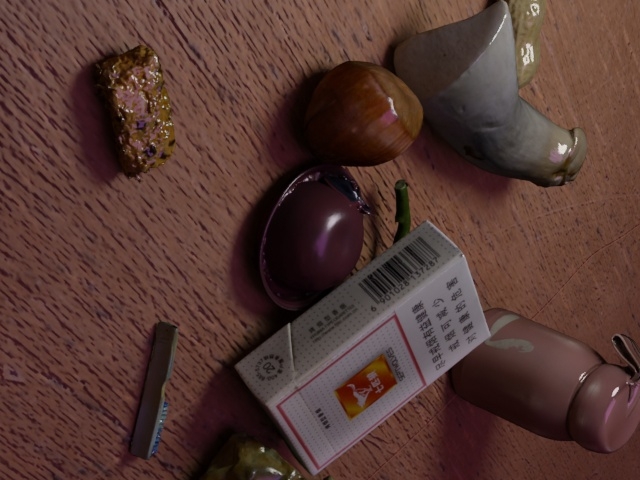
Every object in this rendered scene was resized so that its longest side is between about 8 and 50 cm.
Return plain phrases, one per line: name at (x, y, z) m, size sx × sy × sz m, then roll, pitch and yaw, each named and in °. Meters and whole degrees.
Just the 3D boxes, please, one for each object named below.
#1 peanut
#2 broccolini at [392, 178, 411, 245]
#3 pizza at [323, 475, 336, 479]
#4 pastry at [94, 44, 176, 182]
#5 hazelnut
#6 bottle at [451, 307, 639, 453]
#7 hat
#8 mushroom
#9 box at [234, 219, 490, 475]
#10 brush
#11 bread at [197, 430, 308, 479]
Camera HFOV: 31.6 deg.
peanut at (0.293, -0.317, 1.669) m, size 0.082 × 0.082 × 0.187 m, roll -16°, pitch 118°, yaw -42°
broccolini at (0.068, 0.042, 1.599) m, size 0.123 × 0.062 × 0.272 m, roll -20°, pitch 128°, yaw -58°
pizza at (0.001, 0.519, 1.732) m, size 0.268 × 0.087 × 0.258 m, roll -58°, pitch 142°, yaw -14°
pastry at (-0.198, -0.138, 1.235) m, size 0.080 × 0.056 × 0.140 m, roll -30°, pitch 130°, yaw -21°
hazelnut at (0.052, -0.151, 1.443) m, size 0.150 × 0.150 × 0.150 m, roll -22°, pitch 122°, yaw -40°
bottle at (0.379, 0.218, 1.835) m, size 0.173 × 0.297 × 0.206 m, roll 17°, pitch 95°, yaw -48°
hat at (0.000, 0.000, 1.486) m, size 0.205 × 0.089 × 0.205 m, roll -22°, pitch 122°, yaw -41°
mushroom at (0.260, -0.179, 1.633) m, size 0.397 × 0.177 × 0.126 m, roll 39°, pitch 34°, yaw -53°
box at (0.065, 0.150, 1.543) m, size 0.330 × 0.095 × 0.210 m, roll -38°, pitch 140°, yaw -10°
brush at (-0.200, 0.186, 1.397) m, size 0.030 × 0.033 × 0.179 m, roll -1°, pitch 108°, yaw -54°
bread at (-0.129, 0.389, 1.492) m, size 0.152 × 0.130 × 0.268 m, roll 42°, pitch 71°, yaw -6°
